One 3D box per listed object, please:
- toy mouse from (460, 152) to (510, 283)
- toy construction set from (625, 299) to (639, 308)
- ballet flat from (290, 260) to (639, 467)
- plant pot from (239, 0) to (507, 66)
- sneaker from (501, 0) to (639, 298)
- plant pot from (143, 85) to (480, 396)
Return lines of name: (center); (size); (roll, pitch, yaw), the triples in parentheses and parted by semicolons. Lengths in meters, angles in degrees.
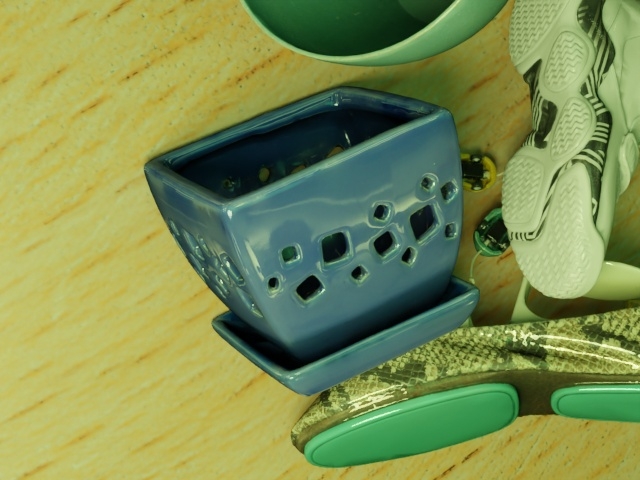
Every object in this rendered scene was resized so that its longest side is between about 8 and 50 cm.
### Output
toy mouse: (0.146, -0.019, 1.428); (0.161, 0.031, 0.143); (0, 70, -17)
toy construction set: (0.415, 0.046, 1.513); (0.215, 0.151, 0.327); (21, 97, -22)
ballet flat: (0.206, 0.113, 1.394); (0.483, 0.164, 0.182); (-8, 61, 3)
plant pot: (0.083, -0.290, 1.298); (0.195, 0.290, 0.290); (11, 89, -58)
sneaker: (0.305, -0.106, 1.414); (0.210, 0.137, 0.366); (13, 67, -25)
plant pot: (0.000, 0.000, 1.289); (0.236, 0.236, 0.212); (-23, 109, -19)
